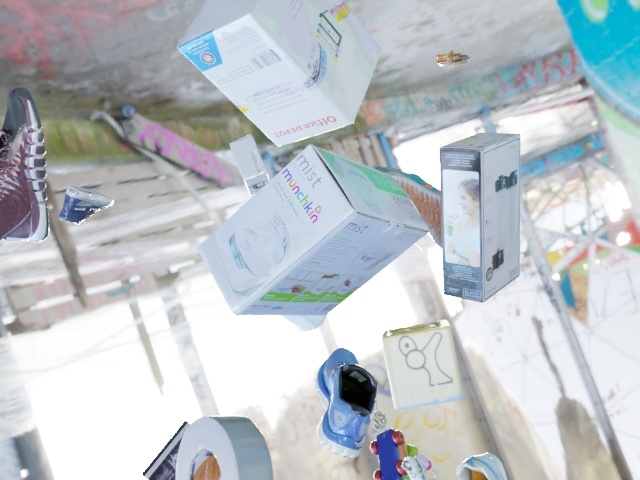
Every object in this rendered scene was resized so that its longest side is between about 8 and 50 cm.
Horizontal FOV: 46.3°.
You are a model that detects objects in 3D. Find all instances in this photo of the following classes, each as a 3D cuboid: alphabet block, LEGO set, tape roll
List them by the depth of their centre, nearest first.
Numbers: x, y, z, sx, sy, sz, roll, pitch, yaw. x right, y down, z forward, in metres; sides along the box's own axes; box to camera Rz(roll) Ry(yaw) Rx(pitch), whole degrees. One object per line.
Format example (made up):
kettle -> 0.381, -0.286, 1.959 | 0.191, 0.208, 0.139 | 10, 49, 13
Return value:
tape roll -> -0.170, 0.416, 1.298 | 0.072, 0.219, 0.219 | 8, 158, -37
LEGO set -> 0.156, 0.520, 1.333 | 0.107, 0.132, 0.287 | 11, 124, -18
alphabet block -> 0.276, 0.334, 2.034 | 0.192, 0.197, 0.193 | -10, 178, 5

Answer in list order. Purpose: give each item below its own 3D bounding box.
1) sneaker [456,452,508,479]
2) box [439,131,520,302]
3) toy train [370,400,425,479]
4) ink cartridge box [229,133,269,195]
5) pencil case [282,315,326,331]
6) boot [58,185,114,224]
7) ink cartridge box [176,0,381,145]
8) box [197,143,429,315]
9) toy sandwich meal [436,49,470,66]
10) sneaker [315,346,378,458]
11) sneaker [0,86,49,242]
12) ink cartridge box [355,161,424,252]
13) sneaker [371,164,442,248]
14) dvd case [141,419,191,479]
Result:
sneaker -> 0.319, 0.500, 1.347 | 0.092, 0.228, 0.087 | 9, 136, -48
box -> 0.304, -0.049, 1.411 | 0.087, 0.290, 0.169 | 10, -157, 37
toy train -> 0.224, 0.588, 2.143 | 0.105, 0.248, 0.143 | -34, 133, 31
ink cartridge box -> -0.177, -0.188, 1.890 | 0.063, 0.109, 0.150 | -22, 170, -4
pencil case -> -0.096, 0.108, 1.731 | 0.113, 0.273, 0.124 | -51, -143, -2
boot -> -0.600, -0.085, 1.907 | 0.069, 0.086, 0.190 | 24, -177, 14
ink cartridge box -> -0.054, -0.290, 1.136 | 0.171, 0.233, 0.168 | -8, -130, 43
box -> 0.000, 0.000, 1.093 | 0.231, 0.127, 0.262 | -41, 157, 21
toy sandwich meal -> 0.305, -0.424, 1.732 | 0.085, 0.029, 0.085 | -10, -159, 4
sneaker -> 0.072, 0.327, 1.653 | 0.147, 0.130, 0.330 | -62, -167, 19
sneaker -> -0.570, -0.125, 1.307 | 0.162, 0.281, 0.106 | -7, -165, -28
ink cartridge box -> 0.152, -0.079, 1.673 | 0.056, 0.171, 0.235 | -48, -155, 3
sneaker -> 0.225, -0.077, 1.592 | 0.108, 0.302, 0.121 | -52, -152, 15
dvd case -> -0.298, 0.562, 1.797 | 0.164, 0.221, 0.018 | -51, 157, -18
